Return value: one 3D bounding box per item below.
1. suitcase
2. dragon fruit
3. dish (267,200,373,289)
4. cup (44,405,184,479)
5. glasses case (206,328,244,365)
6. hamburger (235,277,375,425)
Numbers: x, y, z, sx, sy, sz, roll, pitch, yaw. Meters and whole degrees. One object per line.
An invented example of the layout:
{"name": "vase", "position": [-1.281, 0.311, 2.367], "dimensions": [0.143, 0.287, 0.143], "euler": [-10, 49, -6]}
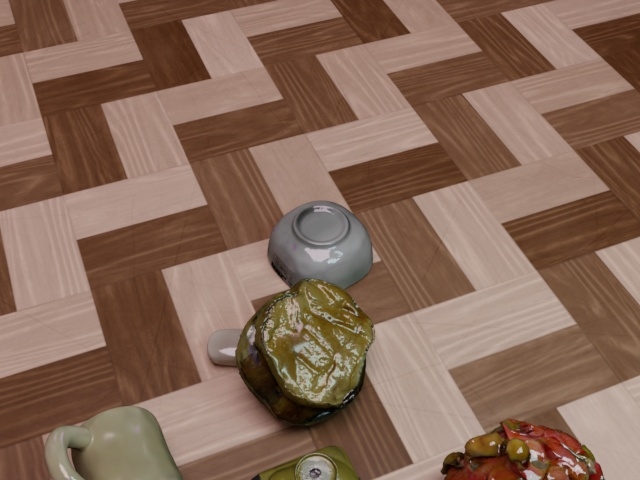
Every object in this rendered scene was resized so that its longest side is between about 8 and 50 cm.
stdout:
{"name": "suitcase", "position": [-0.021, 0.490, 1.436], "dimensions": [0.235, 0.143, 0.194], "euler": [-18, 51, -17]}
{"name": "dragon fruit", "position": [0.353, 0.437, 1.414], "dimensions": [0.296, 0.262, 0.314], "euler": [-3, 49, -4]}
{"name": "dish", "position": [0.000, 0.000, 1.893], "dimensions": [0.256, 0.117, 0.256], "euler": [1, 48, -1]}
{"name": "cup", "position": [-0.357, 0.406, 1.428], "dimensions": [0.173, 0.255, 0.202], "euler": [-28, 53, -8]}
{"name": "glasses case", "position": [-0.142, 0.232, 1.723], "dimensions": [0.204, 0.051, 0.081], "euler": [4, 54, -1]}
{"name": "hamburger", "position": [-0.027, 0.232, 1.643], "dimensions": [0.285, 0.134, 0.265], "euler": [-35, 78, -34]}
